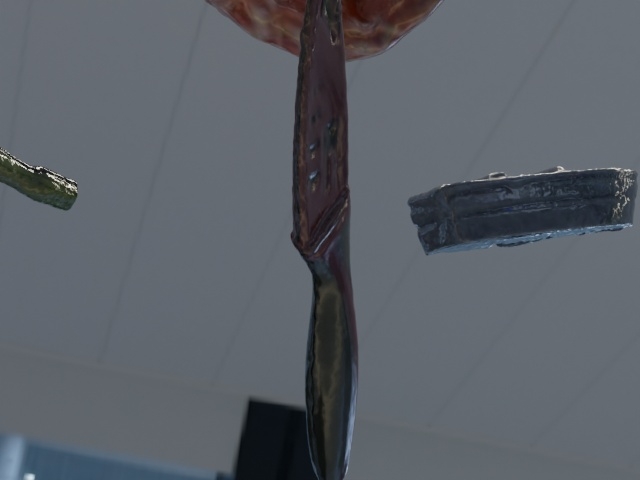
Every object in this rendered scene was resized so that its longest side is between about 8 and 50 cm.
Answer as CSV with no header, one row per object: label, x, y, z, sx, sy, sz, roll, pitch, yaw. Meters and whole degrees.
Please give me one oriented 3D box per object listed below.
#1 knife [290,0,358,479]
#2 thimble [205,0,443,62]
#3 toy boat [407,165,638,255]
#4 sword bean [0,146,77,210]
knife,0.000,0.000,0.549,0.018,0.035,0.247,18,-58,36
thimble,-0.010,-0.257,0.986,0.239,0.162,0.239,-7,-68,-18
toy boat,0.239,-0.039,1.477,0.282,0.078,0.127,-6,-8,-24
sword bean,-0.365,-0.093,1.426,0.038,0.043,0.269,-49,-43,10
